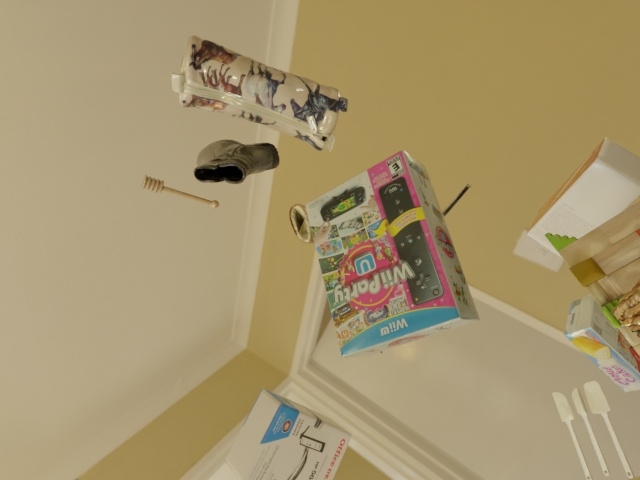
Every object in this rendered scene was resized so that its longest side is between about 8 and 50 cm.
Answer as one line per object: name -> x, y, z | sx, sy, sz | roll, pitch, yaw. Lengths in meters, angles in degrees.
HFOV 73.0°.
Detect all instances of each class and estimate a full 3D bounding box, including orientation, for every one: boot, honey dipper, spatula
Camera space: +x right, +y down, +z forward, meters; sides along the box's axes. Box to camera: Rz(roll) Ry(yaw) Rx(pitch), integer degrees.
boot -> -0.228, -0.173, 0.970 | 0.161, 0.246, 0.084 | -37, -57, -51
honey dipper -> -0.286, -0.097, 0.898 | 0.160, 0.030, 0.031 | 16, -77, -30
boot -> 0.000, 0.000, 1.454 | 0.089, 0.236, 0.269 | -29, -10, 16
spatula -> 0.750, 0.528, 1.197 | 0.019, 0.242, 0.168 | 7, -32, -25

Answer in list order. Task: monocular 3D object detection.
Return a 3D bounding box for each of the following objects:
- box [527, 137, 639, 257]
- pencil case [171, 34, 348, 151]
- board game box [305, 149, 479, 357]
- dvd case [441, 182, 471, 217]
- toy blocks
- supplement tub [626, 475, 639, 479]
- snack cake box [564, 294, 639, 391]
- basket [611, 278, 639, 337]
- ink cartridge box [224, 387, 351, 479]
box -> 0.899, -0.134, 1.464 | 0.215, 0.168, 0.345 | -38, -19, -43
pencil case -> -0.145, -0.350, 1.056 | 0.410, 0.184, 0.160 | 14, -57, -20
board game box -> 0.114, 0.029, 0.771 | 0.224, 0.304, 0.097 | -27, -25, 29
dvd case -> 0.455, -0.107, 1.584 | 0.221, 0.018, 0.164 | -42, -9, -34
toy blocks -> 0.714, 0.070, 0.903 | 0.261, 0.381, 0.190 | -40, -26, 27
supplement tub -> 0.874, 0.710, 1.055 | 0.241, 0.241, 0.331 | -53, -23, -18
snack cake box -> 0.879, 0.308, 1.312 | 0.152, 0.264, 0.089 | -49, 3, -39
basket -> 0.547, 0.064, 0.495 | 0.213, 0.223, 0.299 | -25, -29, -31
ink cartridge box -> -0.055, 0.400, 0.838 | 0.203, 0.086, 0.148 | 36, -107, -31
